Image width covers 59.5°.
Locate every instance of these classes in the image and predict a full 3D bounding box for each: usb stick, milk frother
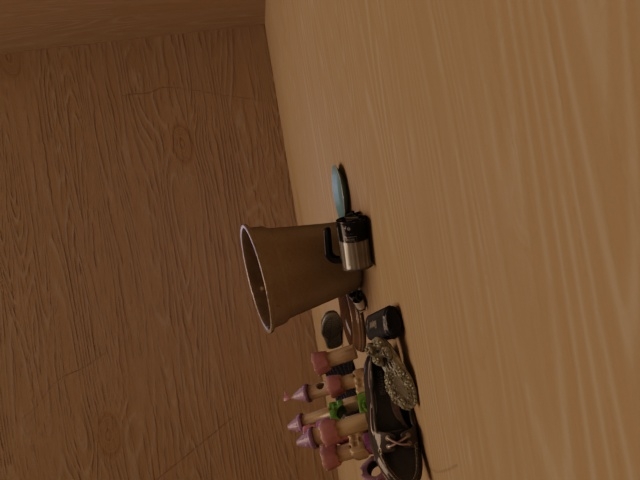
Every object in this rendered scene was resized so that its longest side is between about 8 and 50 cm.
[{"bbox_3d":[0.152,0.210,1.388,0.278,0.045,0.077,110,149,-77],"label":"usb stick"},{"bbox_3d":[0.088,-0.004,1.506,0.143,0.129,0.134,-26,-66,-52],"label":"milk frother"}]

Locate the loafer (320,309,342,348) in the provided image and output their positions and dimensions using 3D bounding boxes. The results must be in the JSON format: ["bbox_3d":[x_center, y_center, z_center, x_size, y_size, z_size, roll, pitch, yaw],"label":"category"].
[{"bbox_3d":[0.038,0.360,2.332,0.251,0.095,0.087,89,166,-50],"label":"loafer"}]

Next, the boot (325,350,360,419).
[{"bbox_3d":[0.095,0.601,2.146,0.338,0.118,0.222,-102,1,-56],"label":"boot"}]

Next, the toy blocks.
[{"bbox_3d":[0.033,0.501,1.532,0.288,0.260,0.308,-99,-15,-52],"label":"toy blocks"}]

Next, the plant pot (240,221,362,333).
[{"bbox_3d":[-0.052,0.080,1.695,0.334,0.306,0.333,166,90,-75],"label":"plant pot"}]

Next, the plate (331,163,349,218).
[{"bbox_3d":[0.063,-0.145,1.741,0.188,0.024,0.188,171,90,-84],"label":"plate"}]

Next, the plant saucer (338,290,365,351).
[{"bbox_3d":[0.101,0.241,1.889,0.278,0.041,0.277,170,90,-82],"label":"plant saucer"}]

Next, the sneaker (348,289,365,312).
[{"bbox_3d":[0.114,0.185,1.704,0.109,0.040,0.043,-98,-15,-72],"label":"sneaker"}]

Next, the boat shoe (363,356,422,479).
[{"bbox_3d":[0.161,0.403,1.304,0.095,0.112,0.335,82,178,-54],"label":"boat shoe"}]

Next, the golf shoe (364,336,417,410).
[{"bbox_3d":[0.175,0.297,1.278,0.086,0.069,0.176,9,-129,-62],"label":"golf shoe"}]
